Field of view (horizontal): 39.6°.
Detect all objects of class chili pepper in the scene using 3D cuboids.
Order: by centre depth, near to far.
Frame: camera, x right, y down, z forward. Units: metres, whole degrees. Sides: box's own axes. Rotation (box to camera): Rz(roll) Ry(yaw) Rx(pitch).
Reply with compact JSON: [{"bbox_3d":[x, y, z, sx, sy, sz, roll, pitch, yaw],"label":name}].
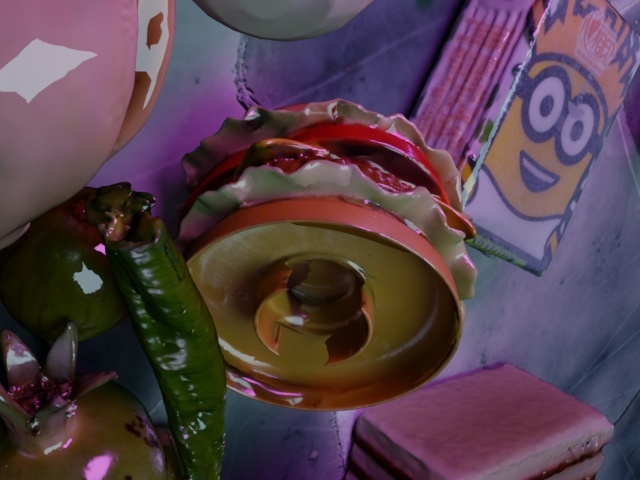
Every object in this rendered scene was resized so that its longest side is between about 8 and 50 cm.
[{"bbox_3d":[-0.109,0.112,0.708,0.076,0.085,0.359,-35,136,-29],"label":"chili pepper"}]

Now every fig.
[{"bbox_3d":[-0.211,0.060,0.758,0.124,0.124,0.236,-20,145,-33],"label":"fig"}]

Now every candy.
[{"bbox_3d":[0.208,0.273,1.148,0.320,0.179,0.135,-6,115,-38],"label":"candy"}]

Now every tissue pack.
[{"bbox_3d":[0.220,-0.138,1.001,0.228,0.128,0.311,21,95,-46],"label":"tissue pack"}]

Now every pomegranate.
[{"bbox_3d":[-0.211,0.168,0.700,0.181,0.181,0.224,-24,135,-31],"label":"pomegranate"}]

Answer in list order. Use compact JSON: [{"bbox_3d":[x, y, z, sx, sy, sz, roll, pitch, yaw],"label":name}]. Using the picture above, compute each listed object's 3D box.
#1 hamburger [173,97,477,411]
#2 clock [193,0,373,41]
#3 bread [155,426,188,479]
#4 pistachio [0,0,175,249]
[{"bbox_3d":[0.000,0.000,0.789,0.274,0.212,0.274,3,132,3],"label":"hamburger"},{"bbox_3d":[-0.003,-0.306,0.583,0.184,0.326,0.342,4,103,4],"label":"clock"},{"bbox_3d":[-0.187,0.299,0.868,0.140,0.106,0.236,6,106,-44],"label":"bread"},{"bbox_3d":[-0.252,-0.152,0.463,0.281,0.365,0.446,-61,169,-66],"label":"pistachio"}]
